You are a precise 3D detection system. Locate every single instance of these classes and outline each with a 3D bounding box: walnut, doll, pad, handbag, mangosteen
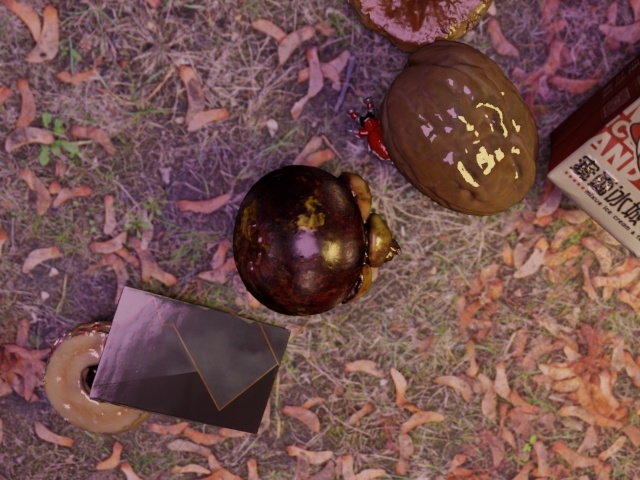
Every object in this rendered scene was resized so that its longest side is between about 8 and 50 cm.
[{"bbox_3d":[0.173,-0.125,0.800,0.178,0.178,0.230,-43,107,10],"label":"walnut"},{"bbox_3d":[0.079,-0.132,0.865,0.057,0.039,0.114,-33,88,-20],"label":"doll"},{"bbox_3d":[-0.177,0.170,0.912,0.243,0.004,0.163,17,91,-15],"label":"pad"},{"bbox_3d":[0.421,-0.141,0.745,0.171,0.151,0.298,40,125,-6],"label":"handbag"},{"bbox_3d":[0.000,0.000,0.836,0.217,0.192,0.192,-2,104,-29],"label":"mangosteen"}]

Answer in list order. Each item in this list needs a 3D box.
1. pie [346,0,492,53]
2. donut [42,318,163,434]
[{"bbox_3d":[0.121,-0.326,0.817,0.195,0.046,0.195,1,103,3],"label":"pie"},{"bbox_3d":[-0.302,0.191,0.936,0.175,0.068,0.174,0,99,3],"label":"donut"}]
